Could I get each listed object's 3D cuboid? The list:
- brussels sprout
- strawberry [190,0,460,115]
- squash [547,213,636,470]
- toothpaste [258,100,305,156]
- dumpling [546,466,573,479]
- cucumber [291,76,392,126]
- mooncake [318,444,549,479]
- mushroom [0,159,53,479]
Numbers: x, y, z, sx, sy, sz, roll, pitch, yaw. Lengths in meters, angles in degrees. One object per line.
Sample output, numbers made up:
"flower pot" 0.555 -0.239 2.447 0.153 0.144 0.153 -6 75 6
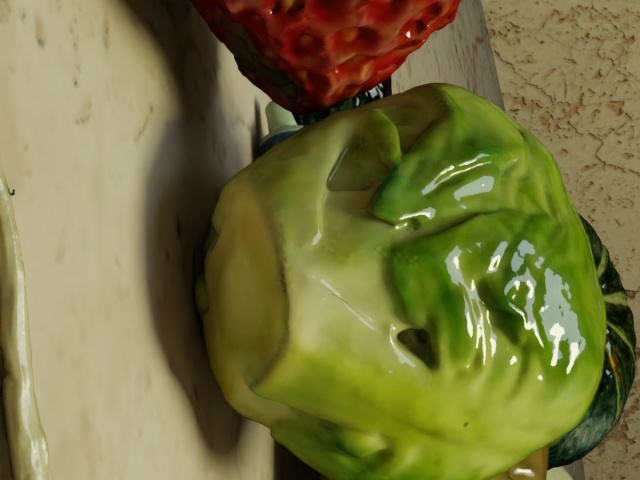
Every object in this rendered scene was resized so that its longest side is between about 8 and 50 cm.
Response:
"brussels sprout" 0.044 0.028 0.669 0.161 0.223 0.223 135 -44 -59
"strawberry" -0.003 -0.233 0.613 0.291 0.310 0.292 33 32 -24
"squash" 0.153 0.072 1.098 0.252 0.165 0.252 24 56 -42
"toothpaste" 0.000 0.000 0.782 0.035 0.057 0.197 82 -9 -65
"dumpling" 0.168 0.267 1.183 0.162 0.132 0.250 59 33 -72
"cucumber" 0.014 -0.044 0.875 0.074 0.074 0.241 42 43 -69
"mooncake" 0.080 0.159 0.820 0.235 0.117 0.235 6 90 -71
"mushroom" -0.101 0.044 0.445 0.028 0.026 0.286 -13 95 -61
